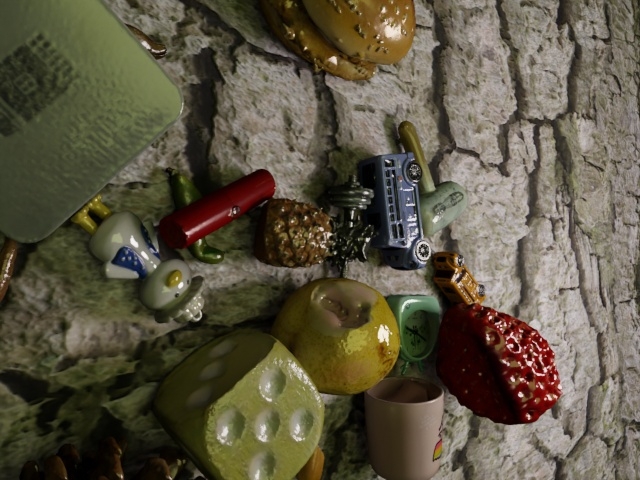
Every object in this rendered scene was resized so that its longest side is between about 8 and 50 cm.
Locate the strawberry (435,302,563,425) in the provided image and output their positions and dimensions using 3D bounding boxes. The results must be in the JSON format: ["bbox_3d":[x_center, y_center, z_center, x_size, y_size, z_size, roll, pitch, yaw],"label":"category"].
[{"bbox_3d":[0.441,0.287,1.299,0.295,0.317,0.345,-28,120,-2],"label":"strawberry"}]

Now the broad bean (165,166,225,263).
[{"bbox_3d":[-0.252,-0.046,0.991,0.070,0.048,0.214,-30,107,-32],"label":"broad bean"}]

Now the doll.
[{"bbox_3d":[-0.315,0.046,0.902,0.293,0.119,0.138,53,39,-23],"label":"doll"}]

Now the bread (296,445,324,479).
[{"bbox_3d":[-0.017,0.502,1.146,0.062,0.049,0.103,16,81,-34],"label":"bread"}]

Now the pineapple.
[{"bbox_3d":[0.000,0.000,1.080,0.278,0.158,0.158,11,82,-19],"label":"pineapple"}]

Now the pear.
[{"bbox_3d":[0.028,0.204,1.063,0.271,0.271,0.271,1,88,-36],"label":"pear"}]

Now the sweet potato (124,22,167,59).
[{"bbox_3d":[-0.390,-0.344,0.895,0.233,0.062,0.081,-32,126,-35],"label":"sweet potato"}]

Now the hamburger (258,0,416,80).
[{"bbox_3d":[0.007,-0.547,1.067,0.287,0.268,0.446,-32,108,-28],"label":"hamburger"}]

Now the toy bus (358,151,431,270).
[{"bbox_3d":[0.178,-0.066,1.253,0.133,0.125,0.292,-7,91,-30],"label":"toy bus"}]

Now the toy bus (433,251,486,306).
[{"bbox_3d":[0.386,0.118,1.422,0.194,0.083,0.088,49,64,-25],"label":"toy bus"}]

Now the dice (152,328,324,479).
[{"bbox_3d":[-0.149,0.321,0.939,0.233,0.238,0.227,-40,111,-29],"label":"dice"}]

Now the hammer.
[{"bbox_3d":[0.272,-0.173,1.342,0.201,0.113,0.306,-30,101,-35],"label":"hammer"}]

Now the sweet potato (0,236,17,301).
[{"bbox_3d":[-0.534,0.089,0.790,0.050,0.050,0.214,38,64,-29],"label":"sweet potato"}]

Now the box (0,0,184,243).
[{"bbox_3d":[-0.460,-0.233,0.777,0.373,0.090,0.367,-43,113,-7],"label":"box"}]

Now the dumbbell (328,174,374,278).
[{"bbox_3d":[0.066,-0.028,1.192,0.110,0.110,0.255,2,94,-36],"label":"dumbbell"}]

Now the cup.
[{"bbox_3d":[0.215,0.458,1.249,0.253,0.191,0.201,-11,100,-68],"label":"cup"}]

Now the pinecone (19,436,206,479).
[{"bbox_3d":[-0.320,0.484,0.772,0.384,0.384,0.385,1,88,-36],"label":"pinecone"}]

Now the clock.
[{"bbox_3d":[0.241,0.248,1.326,0.159,0.066,0.211,7,85,-35],"label":"clock"}]

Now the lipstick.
[{"bbox_3d":[-0.189,-0.067,0.978,0.279,0.073,0.073,-39,112,-49],"label":"lipstick"}]
